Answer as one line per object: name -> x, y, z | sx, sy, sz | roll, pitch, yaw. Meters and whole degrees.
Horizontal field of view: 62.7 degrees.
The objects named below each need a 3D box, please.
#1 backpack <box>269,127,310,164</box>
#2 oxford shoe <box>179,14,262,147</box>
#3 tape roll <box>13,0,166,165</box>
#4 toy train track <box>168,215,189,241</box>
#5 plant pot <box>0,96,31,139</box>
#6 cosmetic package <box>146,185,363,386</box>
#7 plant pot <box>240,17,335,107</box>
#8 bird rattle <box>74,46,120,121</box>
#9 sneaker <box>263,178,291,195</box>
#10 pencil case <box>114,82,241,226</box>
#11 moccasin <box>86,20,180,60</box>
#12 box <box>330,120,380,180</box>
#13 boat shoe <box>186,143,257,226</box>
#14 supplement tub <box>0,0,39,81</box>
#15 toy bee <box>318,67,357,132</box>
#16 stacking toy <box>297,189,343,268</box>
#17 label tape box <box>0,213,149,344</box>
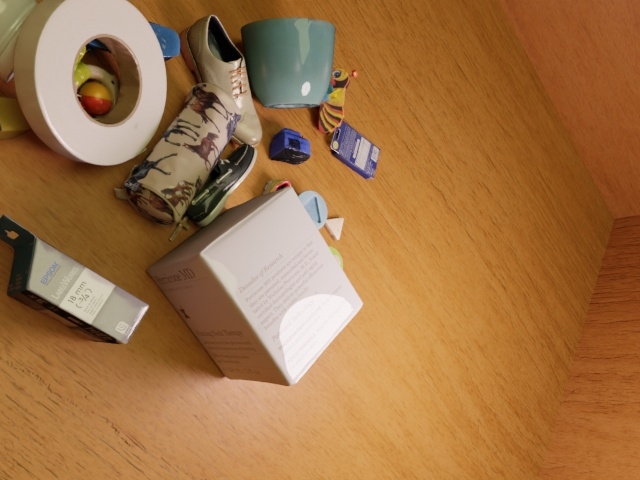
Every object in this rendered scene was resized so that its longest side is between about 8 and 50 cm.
backpack -> -0.090, -0.305, 1.707 | 0.120, 0.098, 0.101 | 13, 70, -37
oxford shoe -> -0.274, -0.461, 1.550 | 0.140, 0.147, 0.396 | -41, 108, -38
tape roll -> -0.513, -0.369, 1.223 | 0.392, 0.072, 0.391 | 13, 90, -68
toy train track -> -0.394, -0.034, 1.456 | 0.048, 0.014, 0.083 | 45, 62, -33
plant pot -> -0.708, -0.277, 1.200 | 0.083, 0.082, 0.081 | -14, 91, -53
cosmetic package -> -0.170, 0.124, 1.405 | 0.327, 0.329, 0.393 | -43, 108, -36
plant pot -> -0.096, -0.536, 1.637 | 0.293, 0.293, 0.235 | -9, 102, -41
bird rattle -> -0.579, -0.348, 1.295 | 0.207, 0.143, 0.253 | -2, 86, -57
sneaker -> -0.144, -0.103, 1.625 | 0.082, 0.094, 0.208 | 23, 69, -36
pencil case -> -0.370, -0.243, 1.419 | 0.184, 0.160, 0.410 | 27, 62, -4
moccasin -> -0.540, -0.528, 1.368 | 0.342, 0.117, 0.137 | 10, 87, -43
box -> 0.122, -0.334, 1.930 | 0.225, 0.037, 0.136 | 32, 62, -33
boat shoe -> -0.287, -0.181, 1.508 | 0.091, 0.114, 0.302 | 45, 55, -30
supplement tub -> -0.756, -0.511, 1.103 | 0.316, 0.228, 0.228 | 37, 60, -29
toy bee -> 0.052, -0.525, 1.805 | 0.195, 0.162, 0.298 | -85, 166, -63
stacking toy -> 0.000, 0.000, 1.702 | 0.280, 0.130, 0.308 | 16, 72, -37
label tape box -> -0.573, 0.099, 1.133 | 0.334, 0.241, 0.105 | 39, 61, -27
